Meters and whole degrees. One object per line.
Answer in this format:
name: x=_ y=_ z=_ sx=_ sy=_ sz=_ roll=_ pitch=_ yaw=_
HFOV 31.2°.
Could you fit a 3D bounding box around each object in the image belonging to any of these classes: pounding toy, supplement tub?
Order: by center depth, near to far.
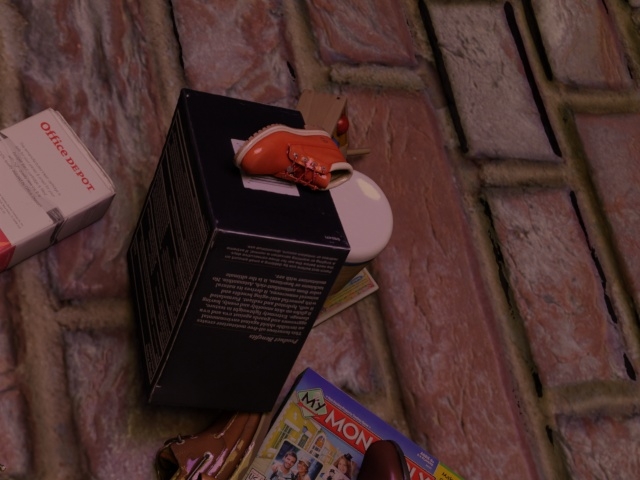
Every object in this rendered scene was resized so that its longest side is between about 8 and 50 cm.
supplement tub: x=0.000 y=0.000 z=1.633 sx=0.144 sy=0.199 sz=0.144 roll=12 pitch=60 yaw=-21
pounding toy: x=0.012 y=-0.150 z=1.798 sx=0.100 sy=0.141 sz=0.130 roll=12 pitch=54 yaw=14

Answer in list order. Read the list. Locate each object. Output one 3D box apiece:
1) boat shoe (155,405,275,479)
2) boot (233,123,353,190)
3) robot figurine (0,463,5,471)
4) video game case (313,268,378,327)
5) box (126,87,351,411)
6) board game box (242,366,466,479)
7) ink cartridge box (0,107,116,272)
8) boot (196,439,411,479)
boat shoe: x=-0.158 y=0.291 z=1.476 sx=0.104 sy=0.111 sz=0.307 roll=33 pitch=54 yaw=-8
boot: x=-0.029 y=-0.094 z=1.376 sx=0.158 sy=0.059 sz=0.084 roll=-11 pitch=53 yaw=-43
robot figurine: x=-0.401 y=0.363 z=1.334 sx=0.291 sy=0.085 sz=0.211 roll=25 pitch=55 yaw=-13
video game case: x=-0.008 y=0.048 z=1.740 sx=0.157 sy=0.019 sz=0.143 roll=-28 pitch=78 yaw=-35
box: x=-0.119 y=0.014 z=1.485 sx=0.183 sy=0.294 sz=0.296 roll=9 pitch=38 yaw=-23
board game box: x=0.055 y=0.350 z=1.589 sx=0.317 sy=0.046 sz=0.213 roll=36 pitch=55 yaw=-4
ink cartridge box: x=-0.414 y=-0.063 z=1.558 sx=0.218 sy=0.092 sz=0.158 roll=-33 pitch=81 yaw=-34
boot: x=-0.035 y=0.346 z=1.454 sx=0.280 sy=0.096 sz=0.264 roll=23 pitch=74 yaw=-20
